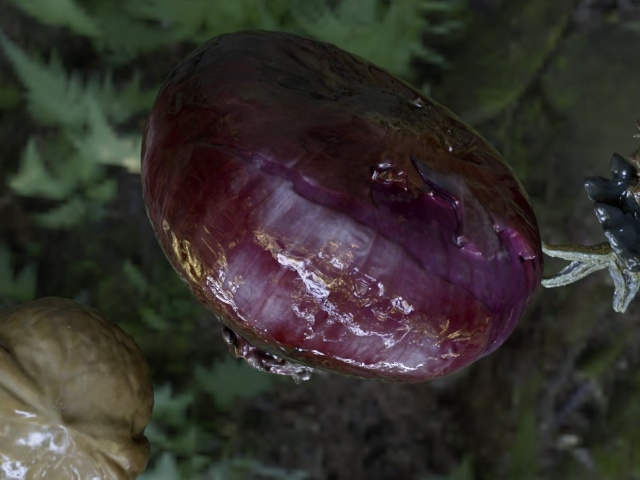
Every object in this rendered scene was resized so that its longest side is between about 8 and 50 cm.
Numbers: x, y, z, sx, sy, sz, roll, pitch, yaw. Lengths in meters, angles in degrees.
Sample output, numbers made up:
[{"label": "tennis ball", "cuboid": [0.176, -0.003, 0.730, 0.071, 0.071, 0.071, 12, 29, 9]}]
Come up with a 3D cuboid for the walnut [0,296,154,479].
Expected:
[{"label": "walnut", "cuboid": [-0.181, 0.112, 1.220, 0.155, 0.155, 0.184, 11, 175, -23]}]

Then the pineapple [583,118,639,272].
[{"label": "pineapple", "cuboid": [0.374, -0.055, 1.855, 0.223, 0.223, 0.357, 9, 156, -16]}]

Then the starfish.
[{"label": "starfish", "cuboid": [0.328, 0.025, 2.201, 0.176, 0.053, 0.208, 14, 154, -30]}]

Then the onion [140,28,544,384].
[{"label": "onion", "cuboid": [0.000, 0.000, 1.513, 0.347, 0.347, 0.285, 12, 121, -27]}]
